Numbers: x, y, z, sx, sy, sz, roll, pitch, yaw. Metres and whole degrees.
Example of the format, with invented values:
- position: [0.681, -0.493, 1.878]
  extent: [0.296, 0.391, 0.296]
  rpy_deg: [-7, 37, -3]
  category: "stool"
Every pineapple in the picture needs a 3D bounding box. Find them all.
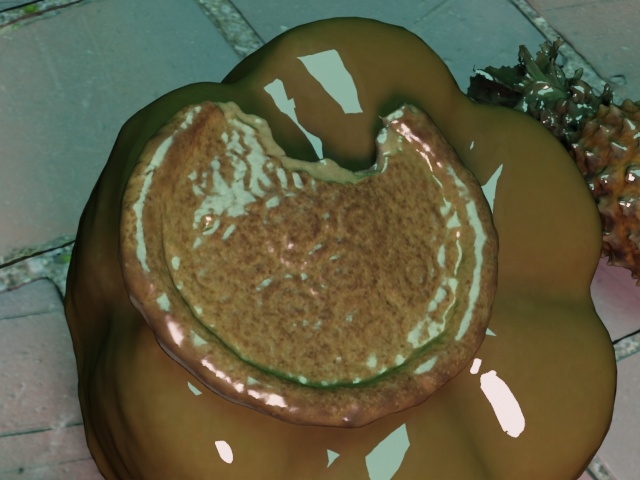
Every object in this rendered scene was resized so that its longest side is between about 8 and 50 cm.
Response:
- position: [0.293, -0.093, 1.802]
  extent: [0.175, 0.175, 0.361]
  rpy_deg: [-11, 37, -20]
  category: "pineapple"

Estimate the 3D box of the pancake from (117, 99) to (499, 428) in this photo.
- position: [0.000, 0.000, 1.282]
  extent: [0.288, 0.033, 0.286]
  rpy_deg: [39, 65, -8]
  category: "pancake"

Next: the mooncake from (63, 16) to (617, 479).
- position: [0.022, 0.059, 1.434]
  extent: [0.467, 0.262, 0.467]
  rpy_deg: [6, 72, -19]
  category: "mooncake"
